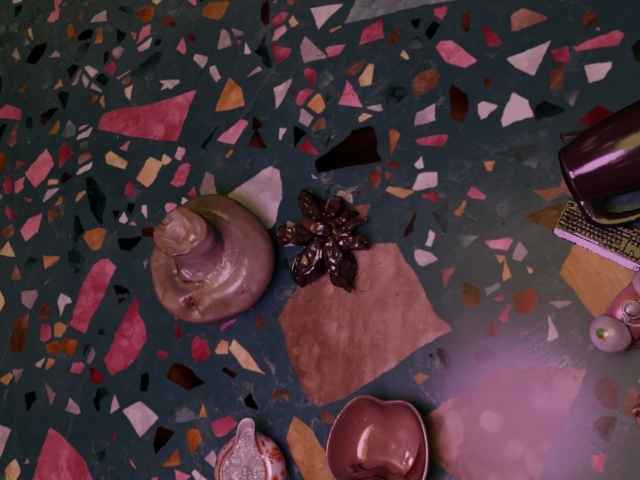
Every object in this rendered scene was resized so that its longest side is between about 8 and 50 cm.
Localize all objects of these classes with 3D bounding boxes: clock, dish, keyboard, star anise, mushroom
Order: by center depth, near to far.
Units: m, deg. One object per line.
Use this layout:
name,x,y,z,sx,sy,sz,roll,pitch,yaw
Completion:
clock,0.528,0.123,1.227,0.093,0.162,0.166,43,100,23
keyboard,0.527,-0.005,1.334,0.197,0.015,0.074,30,94,28
dish,0.122,0.401,1.409,0.213,0.090,0.213,-6,75,24
star anise,-0.005,-0.004,1.547,0.220,0.099,0.214,20,80,28
mushroom,-0.260,0.031,1.553,0.293,0.290,0.292,-6,75,21

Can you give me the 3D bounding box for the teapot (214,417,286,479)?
teapot,-0.145,0.492,1.509,0.159,0.116,0.245,-1,77,13

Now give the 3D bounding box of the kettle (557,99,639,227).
kettle,0.552,-0.139,1.294,0.232,0.144,0.202,-26,91,25

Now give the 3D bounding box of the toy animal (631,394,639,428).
toy animal,0.591,0.289,1.212,0.150,0.083,0.089,-2,66,14
